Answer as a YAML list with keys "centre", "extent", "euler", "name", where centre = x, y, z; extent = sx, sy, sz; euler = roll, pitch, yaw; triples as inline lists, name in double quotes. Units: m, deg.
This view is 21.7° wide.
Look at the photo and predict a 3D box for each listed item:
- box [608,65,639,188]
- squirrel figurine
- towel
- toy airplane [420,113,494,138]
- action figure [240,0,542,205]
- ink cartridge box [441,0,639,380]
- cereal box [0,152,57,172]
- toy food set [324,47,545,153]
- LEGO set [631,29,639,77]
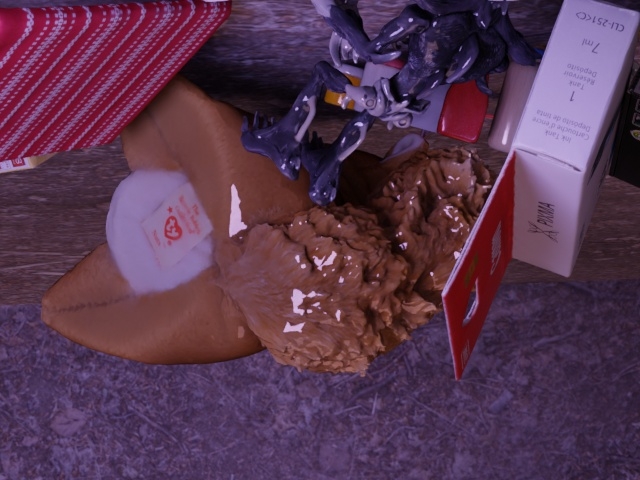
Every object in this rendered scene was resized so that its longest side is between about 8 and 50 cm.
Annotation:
- centre: [0.340, -0.065, 1.395]
  extent: [0.190, 0.045, 0.184]
  euler: [26, 162, 12]
  name: "box"
- centre: [0.000, 0.000, 1.630]
  extent: [0.397, 0.281, 0.370]
  euler: [21, -168, 33]
  name: "squirrel figurine"
- centre: [-0.213, -0.127, 1.328]
  extent: [0.199, 0.031, 0.275]
  euler: [-41, 164, 34]
  name: "towel"
- centre: [0.130, -0.134, 1.751]
  extent: [0.151, 0.028, 0.151]
  euler: [0, 171, 0]
  name: "toy airplane"
- centre: [0.057, -0.153, 1.317]
  extent: [0.164, 0.141, 0.275]
  euler: [19, 133, -43]
  name: "action figure"
- centre: [0.181, -0.024, 1.367]
  extent: [0.066, 0.261, 0.296]
  euler: [20, 167, 12]
  name: "ink cartridge box"
- centre: [-0.329, -0.101, 1.595]
  extent: [0.240, 0.047, 0.173]
  euler: [-8, -161, 27]
  name: "cereal box"
- centre: [0.126, -0.149, 1.555]
  extent: [0.232, 0.105, 0.111]
  euler: [16, -175, 3]
  name: "toy food set"
- centre: [0.390, -0.137, 1.462]
  extent: [0.287, 0.132, 0.107]
  euler: [15, -171, 36]
  name: "LEGO set"
